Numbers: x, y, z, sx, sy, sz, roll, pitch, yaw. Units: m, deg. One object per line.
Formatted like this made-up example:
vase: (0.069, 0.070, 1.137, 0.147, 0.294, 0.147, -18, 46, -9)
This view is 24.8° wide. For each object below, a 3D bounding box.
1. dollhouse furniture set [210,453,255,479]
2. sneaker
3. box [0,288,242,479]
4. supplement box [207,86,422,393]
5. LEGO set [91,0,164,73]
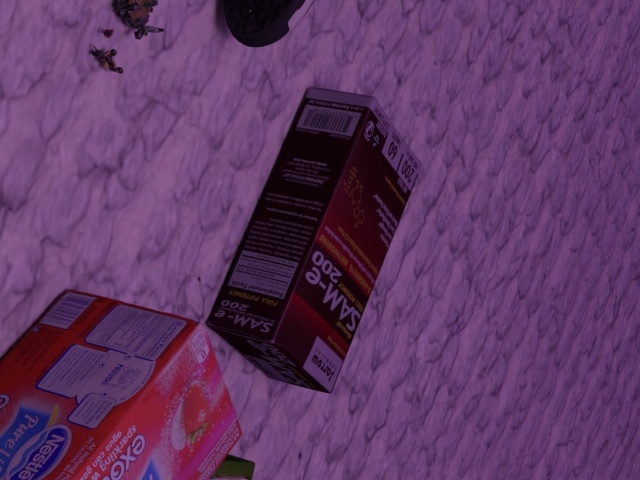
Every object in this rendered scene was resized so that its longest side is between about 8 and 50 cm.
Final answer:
dollhouse furniture set: (-0.104, 0.250, 1.202, 0.059, 0.076, 0.151, 19, 83, -59)
sneaker: (-0.002, -0.251, 1.193, 0.097, 0.084, 0.234, 44, 63, -56)
box: (-0.181, 0.167, 0.994, 0.257, 0.128, 0.122, -52, 141, -38)
supplement box: (0.000, 0.000, 1.293, 0.130, 0.073, 0.239, 47, 61, -55)
LEGO set: (-0.141, -0.163, 1.059, 0.083, 0.023, 0.054, -47, 137, -21)
